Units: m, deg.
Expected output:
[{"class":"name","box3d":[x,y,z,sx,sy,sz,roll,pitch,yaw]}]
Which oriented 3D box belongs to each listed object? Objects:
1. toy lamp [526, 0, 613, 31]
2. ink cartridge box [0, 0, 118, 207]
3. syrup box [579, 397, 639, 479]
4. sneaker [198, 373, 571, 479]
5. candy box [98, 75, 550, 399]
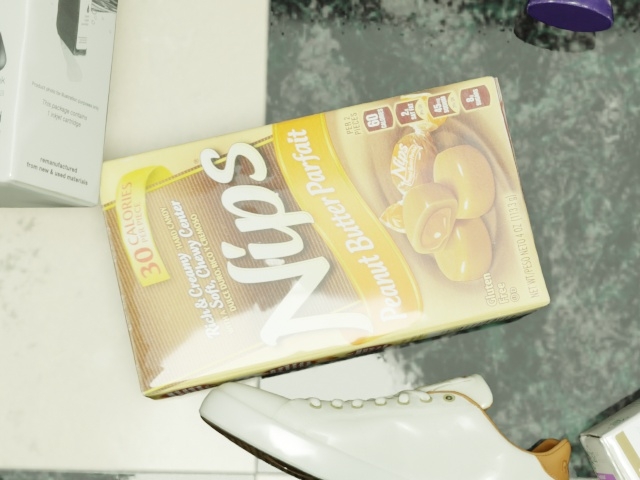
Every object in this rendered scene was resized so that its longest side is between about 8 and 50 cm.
[{"class":"toy lamp","box3d":[0.228,-0.310,1.298,0.080,0.080,0.274,12,82,0]},{"class":"ink cartridge box","box3d":[-0.263,-0.167,1.216,0.197,0.114,0.272,0,81,27]},{"class":"syrup box","box3d":[0.326,0.131,1.236,0.237,0.093,0.096,-31,85,-5]},{"class":"sneaker","box3d":[0.054,0.144,1.231,0.290,0.106,0.123,22,80,-10]},{"class":"candy box","box3d":[0.000,0.000,1.248,0.316,0.087,0.183,-13,82,-3]}]
